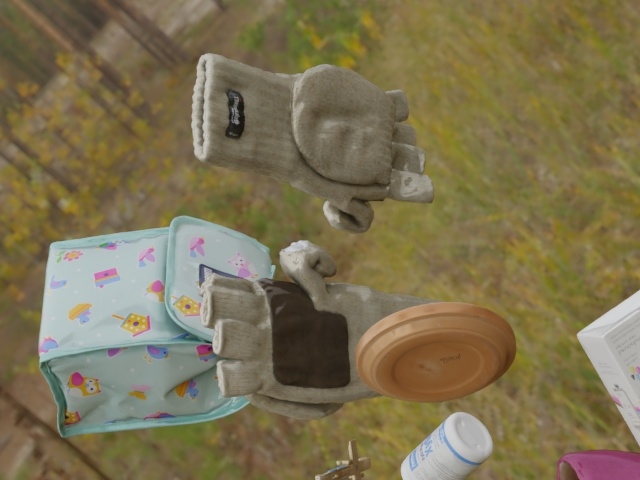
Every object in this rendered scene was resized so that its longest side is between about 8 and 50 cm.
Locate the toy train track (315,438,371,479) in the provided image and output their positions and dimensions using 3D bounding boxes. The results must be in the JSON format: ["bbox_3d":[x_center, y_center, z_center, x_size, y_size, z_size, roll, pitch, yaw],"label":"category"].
[{"bbox_3d":[0.016,0.194,1.148,0.014,0.048,0.083,-8,-1,31],"label":"toy train track"}]

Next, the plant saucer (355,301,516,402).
[{"bbox_3d":[0.060,0.061,0.709,0.083,0.083,0.013,-37,43,33],"label":"plant saucer"}]

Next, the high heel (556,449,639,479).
[{"bbox_3d":[0.196,0.323,0.849,0.127,0.181,0.377,-39,34,55],"label":"high heel"}]

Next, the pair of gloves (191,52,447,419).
[{"bbox_3d":[0.000,0.000,0.932,0.042,0.204,0.240,-14,79,52],"label":"pair of gloves"}]

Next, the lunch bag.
[{"bbox_3d":[-0.177,0.092,1.567,0.262,0.160,0.223,-9,37,1],"label":"lunch bag"}]

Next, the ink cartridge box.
[{"bbox_3d":[0.378,0.155,1.470,0.115,0.198,0.067,-33,7,-14],"label":"ink cartridge box"}]

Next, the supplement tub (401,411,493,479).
[{"bbox_3d":[0.157,0.269,1.703,0.107,0.071,0.071,-49,14,33],"label":"supplement tub"}]
